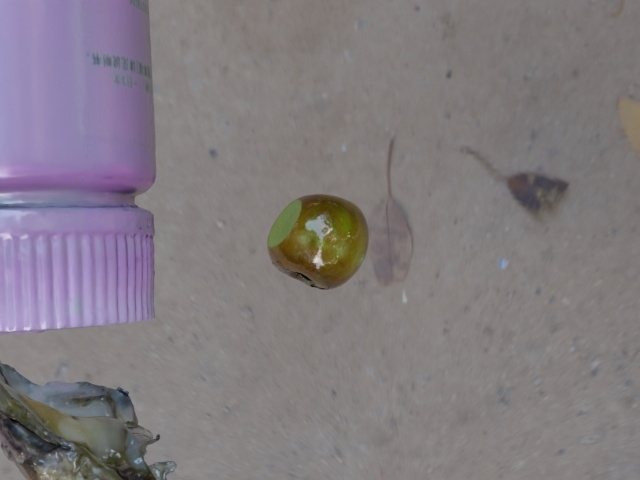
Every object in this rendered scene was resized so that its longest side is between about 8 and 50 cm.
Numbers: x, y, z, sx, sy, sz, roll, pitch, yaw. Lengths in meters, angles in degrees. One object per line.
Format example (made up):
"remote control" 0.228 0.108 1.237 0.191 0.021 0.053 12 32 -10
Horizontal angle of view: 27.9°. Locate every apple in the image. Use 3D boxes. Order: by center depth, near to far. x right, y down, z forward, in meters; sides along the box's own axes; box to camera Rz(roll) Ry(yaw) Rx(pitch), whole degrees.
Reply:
"apple" 0.000 0.000 1.428 0.099 0.114 0.102 30 77 -20

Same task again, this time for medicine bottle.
"medicine bottle" -0.190 -0.089 0.780 0.178 0.178 0.290 -3 90 3

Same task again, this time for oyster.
"oyster" -0.264 0.191 1.319 0.275 0.271 0.100 22 103 4
